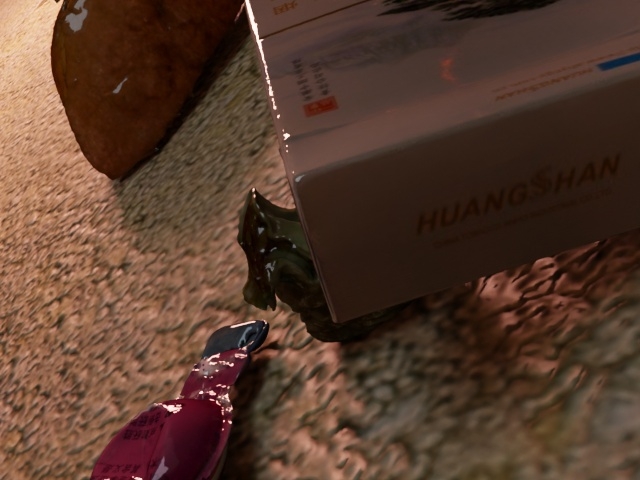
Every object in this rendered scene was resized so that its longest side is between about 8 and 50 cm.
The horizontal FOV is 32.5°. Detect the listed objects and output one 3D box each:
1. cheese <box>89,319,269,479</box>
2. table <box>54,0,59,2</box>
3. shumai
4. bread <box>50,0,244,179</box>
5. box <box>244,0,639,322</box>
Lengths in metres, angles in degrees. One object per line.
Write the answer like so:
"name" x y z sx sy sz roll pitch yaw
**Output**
"cheese" -0.068 0.094 0.524 0.095 0.038 0.145 -18 33 44
"table" -0.240 -0.384 1.374 0.121 0.111 0.240 -25 34 38
"shumai" 0.000 0.000 0.498 0.082 0.080 0.083 -45 23 2
"bread" -0.153 -0.189 0.941 0.260 0.134 0.129 -56 26 -16
"box" 0.052 -0.070 0.470 0.149 0.067 0.233 -19 29 2
